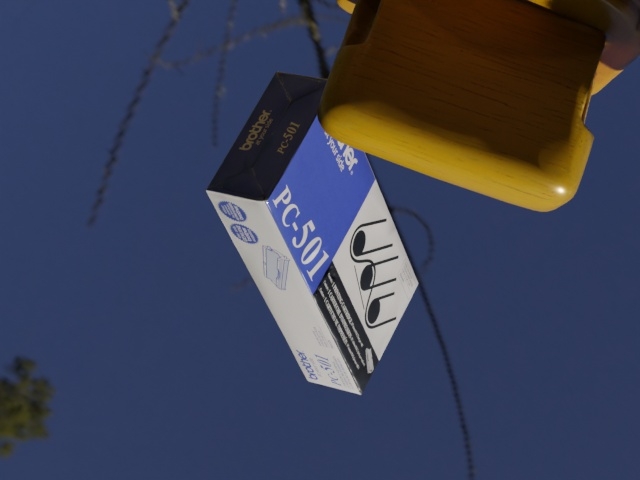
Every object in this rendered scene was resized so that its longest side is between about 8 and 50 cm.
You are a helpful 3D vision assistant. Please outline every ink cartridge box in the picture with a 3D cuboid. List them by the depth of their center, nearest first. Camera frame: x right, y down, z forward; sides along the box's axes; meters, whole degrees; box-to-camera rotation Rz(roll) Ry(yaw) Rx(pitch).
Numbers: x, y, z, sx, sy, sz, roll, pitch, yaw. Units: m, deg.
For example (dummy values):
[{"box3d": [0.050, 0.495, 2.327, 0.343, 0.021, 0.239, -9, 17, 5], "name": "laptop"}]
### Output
[{"box3d": [0.000, 0.000, 1.046, 0.046, 0.207, 0.097, 12, -123, 29], "name": "ink cartridge box"}]

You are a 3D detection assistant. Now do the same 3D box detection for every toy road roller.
[{"box3d": [0.092, -0.138, 0.926, 0.202, 0.329, 0.241, 20, -98, -1], "name": "toy road roller"}]
